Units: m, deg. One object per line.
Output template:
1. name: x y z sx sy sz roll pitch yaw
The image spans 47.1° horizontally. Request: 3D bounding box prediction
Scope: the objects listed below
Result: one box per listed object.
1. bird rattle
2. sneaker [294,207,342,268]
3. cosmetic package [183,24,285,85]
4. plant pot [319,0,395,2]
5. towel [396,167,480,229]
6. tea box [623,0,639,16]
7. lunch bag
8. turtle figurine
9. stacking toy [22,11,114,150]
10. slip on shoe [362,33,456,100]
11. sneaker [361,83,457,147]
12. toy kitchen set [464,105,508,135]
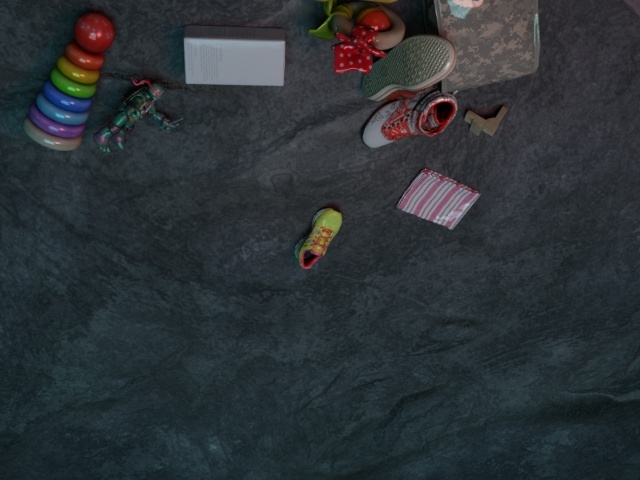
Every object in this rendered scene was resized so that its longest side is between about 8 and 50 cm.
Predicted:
1. bird rattle: 0.091 -0.472 1.610 0.207 0.253 0.143 -16 133 -23
2. sneaker: 0.000 0.000 2.058 0.082 0.094 0.208 21 122 -19
3. cosmetic package: -0.199 -0.430 1.707 0.231 0.085 0.117 0 129 -8
4. plant pot: 0.069 -0.603 1.504 0.239 0.254 0.254 8 129 -31
5. towel: 0.328 -0.110 2.041 0.197 0.029 0.144 20 125 -20
6. tea box: 0.914 -0.579 1.598 0.329 0.220 0.323 17 125 -17
7. lunch bag: 0.362 -0.484 1.657 0.236 0.169 0.286 -13 125 1
8. turtle figurine: -0.435 -0.305 1.769 0.234 0.118 0.175 -34 164 22
9. stacking toy: -0.571 -0.375 1.694 0.141 0.141 0.330 21 119 -20
10. slip on shoe: 0.212 -0.386 1.672 0.101 0.331 0.122 1 87 -24
11. sneaker: 0.216 -0.293 1.811 0.270 0.145 0.090 -34 124 21
12. toy kitchen set: 0.423 -0.315 1.891 0.083 0.075 0.068 32 167 10
